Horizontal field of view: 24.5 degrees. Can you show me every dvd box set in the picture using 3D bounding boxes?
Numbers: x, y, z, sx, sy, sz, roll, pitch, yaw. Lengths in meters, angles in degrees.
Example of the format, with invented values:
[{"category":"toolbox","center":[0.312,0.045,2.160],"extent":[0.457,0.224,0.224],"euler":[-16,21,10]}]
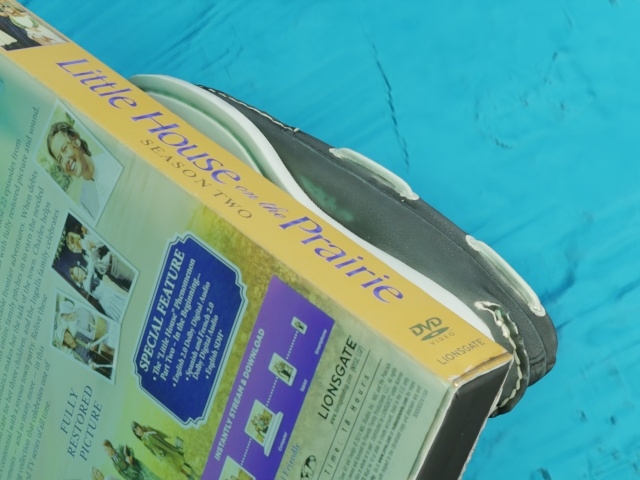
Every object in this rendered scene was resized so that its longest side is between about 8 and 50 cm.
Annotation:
[{"category":"dvd box set","center":[-0.116,0.077,0.860],"extent":[0.420,0.062,0.308],"euler":[35,122,27]}]

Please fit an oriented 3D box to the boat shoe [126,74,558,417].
[{"category":"boat shoe","center":[0.000,0.000,0.844],"extent":[0.302,0.091,0.114],"euler":[42,127,23]}]
